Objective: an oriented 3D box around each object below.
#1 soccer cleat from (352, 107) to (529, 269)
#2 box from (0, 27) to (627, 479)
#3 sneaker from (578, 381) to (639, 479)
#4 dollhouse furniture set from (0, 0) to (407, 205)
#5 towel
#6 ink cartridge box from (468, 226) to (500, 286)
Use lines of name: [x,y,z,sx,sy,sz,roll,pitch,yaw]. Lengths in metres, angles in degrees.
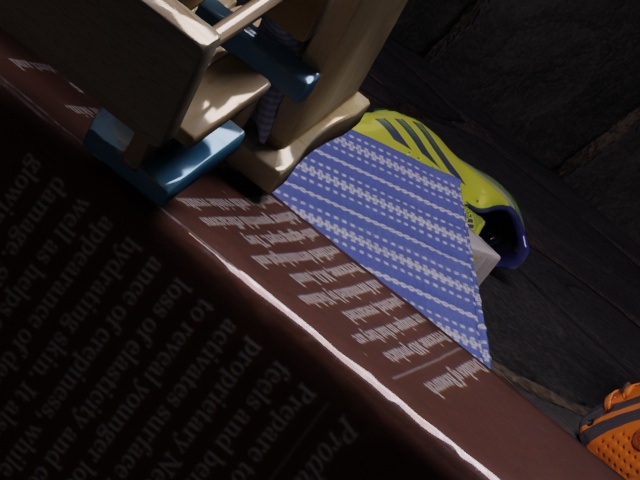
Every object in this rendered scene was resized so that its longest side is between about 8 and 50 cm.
soccer cleat: [0.115,-0.049,1.889,0.289,0.093,0.121,26,23,-43]
box: [-0.092,0.051,0.615,0.381,0.191,0.143,40,12,13]
sneaker: [0.294,0.096,1.557,0.124,0.180,0.321,31,39,-23]
dollhouse furniture set: [-0.057,-0.084,0.572,0.129,0.129,0.183,38,41,10]
towel: [0.000,0.000,1.273,0.243,0.040,0.336,24,26,-12]
ink cartridge box: [0.058,0.011,1.475,0.090,0.092,0.143,45,15,29]
